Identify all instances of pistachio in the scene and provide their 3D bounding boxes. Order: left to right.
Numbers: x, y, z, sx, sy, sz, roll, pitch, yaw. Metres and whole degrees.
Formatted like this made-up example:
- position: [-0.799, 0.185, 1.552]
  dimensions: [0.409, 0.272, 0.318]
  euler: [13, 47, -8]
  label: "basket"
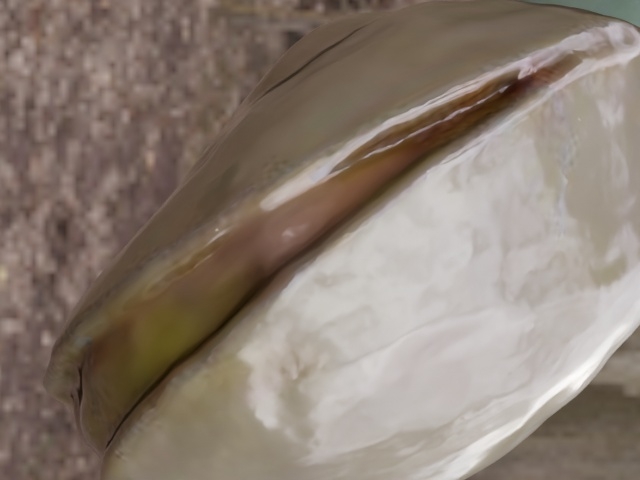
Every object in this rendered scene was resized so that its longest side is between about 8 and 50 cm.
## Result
- position: [0.035, 0.012, 1.203]
  dimensions: [0.281, 0.445, 0.365]
  euler: [53, -23, 14]
  label: "pistachio"

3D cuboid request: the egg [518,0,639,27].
- position: [0.282, -0.171, 1.599]
  dimensions: [0.276, 0.389, 0.276]
  euler: [50, 1, -1]
  label: "egg"
